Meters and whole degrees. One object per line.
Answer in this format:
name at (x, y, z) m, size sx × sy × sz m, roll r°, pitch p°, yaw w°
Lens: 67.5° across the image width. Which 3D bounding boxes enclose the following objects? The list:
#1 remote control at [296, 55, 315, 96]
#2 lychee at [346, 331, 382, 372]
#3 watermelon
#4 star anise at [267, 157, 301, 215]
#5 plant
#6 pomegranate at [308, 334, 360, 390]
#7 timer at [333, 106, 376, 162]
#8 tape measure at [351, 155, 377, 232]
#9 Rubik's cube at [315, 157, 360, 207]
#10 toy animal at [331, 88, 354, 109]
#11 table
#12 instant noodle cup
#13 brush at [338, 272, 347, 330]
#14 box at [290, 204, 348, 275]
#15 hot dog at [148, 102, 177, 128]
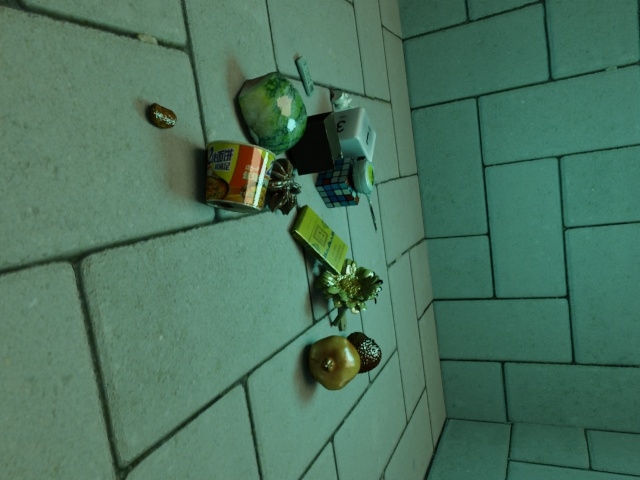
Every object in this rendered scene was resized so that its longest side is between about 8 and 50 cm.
remote control at (-0.062, -0.695, 2.035) m, size 0.061 × 0.029 × 0.162 m, roll -62°, pitch 143°, yaw -45°
lychee at (0.183, 0.511, 2.160) m, size 0.194 × 0.194 × 0.195 m, roll 19°, pitch 69°, yaw -62°
watermelon at (-0.158, -0.418, 1.683) m, size 0.224 × 0.180 × 0.305 m, roll -35°, pitch 133°, yaw -10°
star anise at (-0.142, -0.202, 1.729) m, size 0.229 × 0.092 × 0.237 m, roll 28°, pitch 57°, yaw -53°
plant at (0.135, 0.232, 2.010) m, size 0.305 × 0.261 × 0.297 m, roll -9°, pitch 97°, yaw -48°
pomegranate at (0.055, 0.477, 1.878) m, size 0.209 × 0.209 × 0.209 m, roll 19°, pitch 69°, yaw -62°
timer at (0.129, -0.464, 2.197) m, size 0.194 × 0.192 × 0.195 m, roll 52°, pitch 41°, yaw -48°
tape measure at (0.187, -0.195, 2.049) m, size 0.164 × 0.084 × 0.331 m, roll 27°, pitch 60°, yaw -58°
Rubik's cube at (0.086, -0.253, 2.123) m, size 0.154 × 0.151 × 0.155 m, roll 59°, pitch 37°, yaw -44°
toy animal at (0.102, -0.678, 2.321) m, size 0.124 × 0.085 × 0.071 m, roll 43°, pitch 31°, yaw -61°
table at (-0.027, -0.380, 1.884) m, size 0.169 × 0.172 × 0.193 m, roll -63°, pitch 142°, yaw -60°
instant noodle cup at (-0.242, -0.178, 1.403) m, size 0.213 × 0.213 × 0.174 m, roll 17°, pitch 78°, yaw -62°
brush at (0.107, 0.249, 2.184) m, size 0.070 × 0.065 × 0.328 m, roll -3°, pitch 90°, yaw -66°
box at (0.001, 0.001, 1.938) m, size 0.279 × 0.041 × 0.153 m, roll 45°, pitch 45°, yaw -27°
hot dog at (-0.413, -0.324, 1.248) m, size 0.083 × 0.035 × 0.058 m, roll 15°, pitch 72°, yaw -63°
